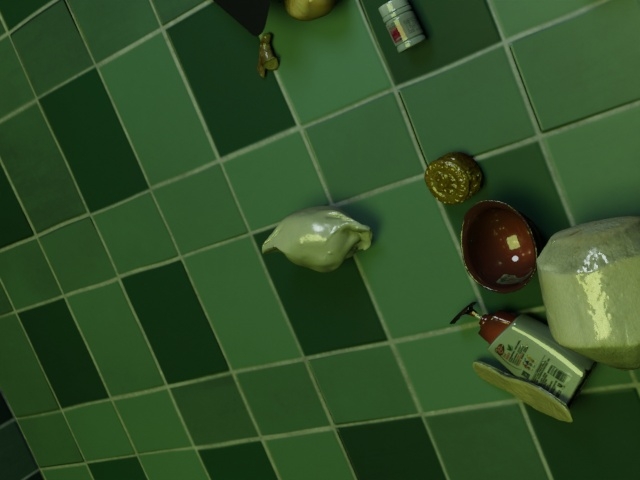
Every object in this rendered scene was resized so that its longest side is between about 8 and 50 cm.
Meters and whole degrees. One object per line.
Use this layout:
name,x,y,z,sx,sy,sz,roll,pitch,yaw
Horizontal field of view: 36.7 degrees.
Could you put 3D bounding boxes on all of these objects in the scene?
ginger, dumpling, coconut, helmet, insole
ginger,-0.110,-0.378,1.999,0.048,0.030,0.097,28,125,25
dumpling,0.000,0.000,2.024,0.250,0.162,0.132,-13,66,28
coconut,0.495,0.097,1.639,0.237,0.237,0.266,-15,98,39
helmet,0.345,0.001,1.788,0.155,0.106,0.175,-34,83,37
insole,0.390,0.293,1.886,0.248,0.011,0.081,22,148,49

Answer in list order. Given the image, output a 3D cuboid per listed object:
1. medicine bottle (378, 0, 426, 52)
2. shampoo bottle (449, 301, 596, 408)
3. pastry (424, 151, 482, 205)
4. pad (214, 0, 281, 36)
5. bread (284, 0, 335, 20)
medicine bottle,0.151,-0.399,1.783,0.058,0.058,0.091,-23,95,40
shampoo bottle,0.386,0.207,1.875,0.284,0.071,0.153,37,136,20
pastry,0.253,-0.119,1.837,0.109,0.057,0.097,8,120,35
pad,-0.151,-0.608,1.884,0.375,0.063,0.315,48,135,39
bread,-0.030,-0.527,1.825,0.147,0.098,0.217,14,120,63
